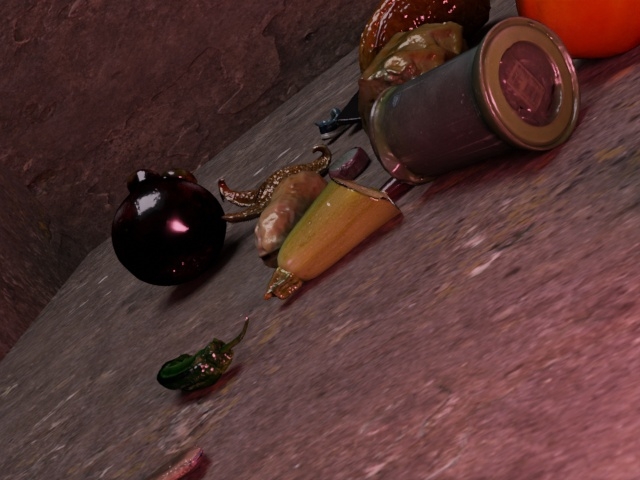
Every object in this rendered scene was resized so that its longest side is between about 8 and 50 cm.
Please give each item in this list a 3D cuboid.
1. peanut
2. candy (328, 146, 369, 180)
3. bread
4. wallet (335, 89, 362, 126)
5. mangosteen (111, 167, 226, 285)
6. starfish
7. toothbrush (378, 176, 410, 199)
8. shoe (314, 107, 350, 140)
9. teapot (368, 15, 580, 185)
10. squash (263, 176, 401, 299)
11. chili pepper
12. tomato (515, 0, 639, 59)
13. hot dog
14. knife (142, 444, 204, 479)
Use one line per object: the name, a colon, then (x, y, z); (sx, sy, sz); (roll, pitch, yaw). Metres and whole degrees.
peanut: (-0.058, -0.047, 1.608); (0.130, 0.130, 0.290); (-31, 17, 28)
candy: (0.064, -0.172, 1.806); (0.103, 0.043, 0.103); (-36, 17, 13)
bread: (0.207, -0.340, 1.691); (0.196, 0.239, 0.252); (19, 55, 23)
wallet: (0.135, -0.388, 2.188); (0.124, 0.025, 0.244); (-5, 31, 27)
mangosteen: (-0.391, -0.043, 1.986); (0.296, 0.314, 0.297); (-27, -1, 0)
starfish: (-0.117, -0.138, 1.971); (0.303, 0.113, 0.312); (-15, 17, 18)
toothbrush: (0.159, -0.116, 1.466); (0.364, 0.041, 0.041); (-40, 16, 2)
shoe: (0.050, -0.344, 2.236); (0.143, 0.071, 0.064); (-36, 16, -13)
teapot: (0.240, -0.230, 1.292); (0.337, 0.200, 0.271); (-16, 41, 58)
squash: (-0.006, -0.012, 1.410); (0.287, 0.137, 0.137); (-39, 16, 10)
chili pepper: (-0.209, 0.216, 1.363); (0.278, 0.065, 0.122); (-25, 25, 52)
tomato: (0.435, -0.390, 1.280); (0.259, 0.180, 0.260); (-4, 20, 1)
hot dog: (0.260, -0.535, 2.025); (0.387, 0.174, 0.267); (-41, -27, 2)
knife: (-0.307, 0.408, 1.129); (0.365, 0.043, 0.089); (-36, 17, 7)
